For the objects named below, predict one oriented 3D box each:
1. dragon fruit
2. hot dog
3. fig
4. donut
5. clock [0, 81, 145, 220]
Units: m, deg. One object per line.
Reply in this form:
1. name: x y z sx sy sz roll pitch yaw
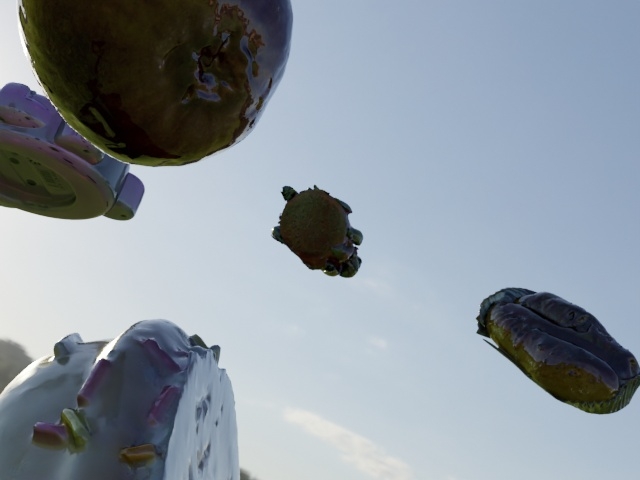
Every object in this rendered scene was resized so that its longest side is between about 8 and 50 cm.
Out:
1. dragon fruit: 0.000 0.000 1.730 0.138 0.142 0.175 -14 -43 22
2. hot dog: 0.341 0.147 1.509 0.163 0.081 0.270 -11 33 -30
3. fig: -0.118 -0.146 0.668 0.207 0.175 0.175 36 -4 44
4. donut: -0.138 0.233 0.695 0.142 0.382 0.382 -1 -18 4
5. clock: -0.358 -0.108 1.346 0.248 0.090 0.227 11 -28 16
